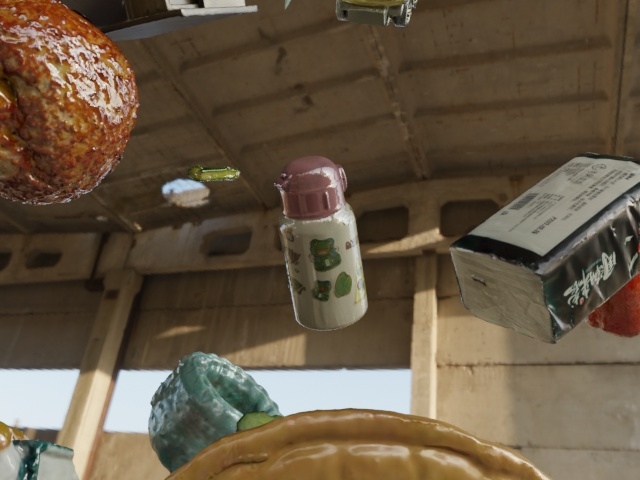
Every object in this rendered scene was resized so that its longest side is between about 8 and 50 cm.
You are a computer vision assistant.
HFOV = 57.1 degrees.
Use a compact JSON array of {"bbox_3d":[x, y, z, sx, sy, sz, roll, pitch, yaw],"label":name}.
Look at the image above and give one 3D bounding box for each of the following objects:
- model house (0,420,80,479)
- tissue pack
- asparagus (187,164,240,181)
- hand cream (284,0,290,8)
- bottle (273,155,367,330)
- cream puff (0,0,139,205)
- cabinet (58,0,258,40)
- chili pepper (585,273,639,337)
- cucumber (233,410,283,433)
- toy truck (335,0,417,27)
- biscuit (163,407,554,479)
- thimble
[{"bbox_3d":[-0.431,0.345,0.753,0.190,0.271,0.301,-3,-72,14],"label":"model house"},{"bbox_3d":[0.204,0.001,0.484,0.103,0.170,0.090,24,-37,58],"label":"tissue pack"},{"bbox_3d":[-0.163,-0.108,0.936,0.021,0.025,0.108,26,22,34],"label":"asparagus"},{"bbox_3d":[-0.021,-0.510,0.959,0.067,0.109,0.321,28,-13,1],"label":"hand cream"},{"bbox_3d":[0.000,0.000,0.881,0.120,0.120,0.253,-2,-67,15],"label":"bottle"},{"bbox_3d":[-0.328,-0.154,0.648,0.240,0.164,0.240,2,-66,5],"label":"cream puff"},{"bbox_3d":[-0.208,-0.340,0.698,0.215,0.148,0.175,2,-69,33],"label":"cabinet"},{"bbox_3d":[0.312,0.041,0.629,0.070,0.123,0.073,-20,16,-21],"label":"chili pepper"},{"bbox_3d":[-0.090,0.288,0.670,0.062,0.211,0.078,21,21,39],"label":"cucumber"},{"bbox_3d":[0.108,-0.474,0.943,0.124,0.272,0.157,13,-28,14],"label":"toy truck"},{"bbox_3d":[0.035,0.321,0.488,0.385,0.365,0.062,-1,1,0],"label":"biscuit"},{"bbox_3d":[-0.176,0.295,0.969,0.235,0.143,0.198,38,4,21],"label":"thimble"}]
